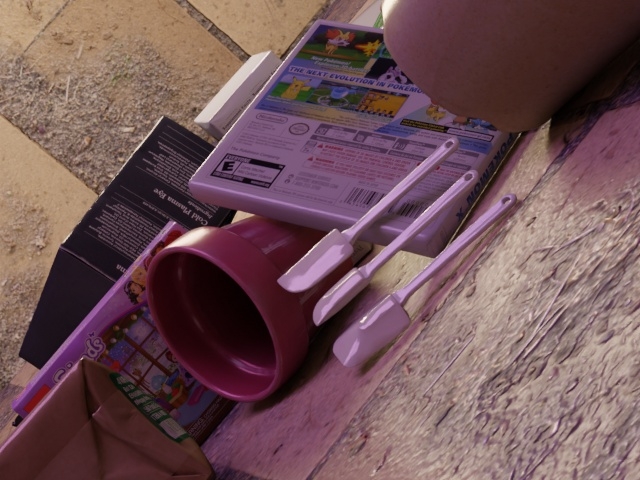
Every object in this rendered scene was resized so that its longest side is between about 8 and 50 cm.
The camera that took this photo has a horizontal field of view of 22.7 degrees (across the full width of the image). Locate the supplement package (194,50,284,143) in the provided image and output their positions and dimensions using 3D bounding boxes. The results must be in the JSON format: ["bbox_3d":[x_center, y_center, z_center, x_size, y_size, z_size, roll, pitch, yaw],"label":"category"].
[{"bbox_3d":[-0.066,-0.172,2.488,0.149,0.203,0.194,-49,11,-4],"label":"supplement package"}]

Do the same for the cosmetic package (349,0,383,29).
[{"bbox_3d":[0.092,-0.229,2.215,0.365,0.155,0.197,-37,18,40],"label":"cosmetic package"}]

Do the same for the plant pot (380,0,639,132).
[{"bbox_3d":[0.226,-0.286,1.605,0.305,0.334,0.334,-54,5,40],"label":"plant pot"}]

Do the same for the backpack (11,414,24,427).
[{"bbox_3d":[-0.388,0.287,2.424,0.098,0.101,0.120,-53,44,-3],"label":"backpack"}]

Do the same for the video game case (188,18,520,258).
[{"bbox_3d":[0.059,-0.126,1.802,0.329,0.036,0.300,14,54,33],"label":"video game case"}]

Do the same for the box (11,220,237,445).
[{"bbox_3d":[-0.197,0.150,1.899,0.293,0.201,0.057,-50,11,-7],"label":"box"}]

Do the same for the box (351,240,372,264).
[{"bbox_3d":[0.000,0.000,1.954,0.101,0.087,0.102,-45,12,16],"label":"box"}]

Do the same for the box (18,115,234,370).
[{"bbox_3d":[-0.288,0.039,2.475,0.312,0.179,0.343,-58,0,-39],"label":"box"}]

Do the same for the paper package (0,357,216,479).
[{"bbox_3d":[-0.255,0.285,1.568,0.309,0.168,0.325,-49,-5,-8],"label":"paper package"}]

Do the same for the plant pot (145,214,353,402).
[{"bbox_3d":[-0.066,0.054,1.807,0.180,0.201,0.201,-36,2,-39],"label":"plant pot"}]

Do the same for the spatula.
[{"bbox_3d":[0.082,0.008,1.623,0.242,0.019,0.168,-41,40,0],"label":"spatula"}]
